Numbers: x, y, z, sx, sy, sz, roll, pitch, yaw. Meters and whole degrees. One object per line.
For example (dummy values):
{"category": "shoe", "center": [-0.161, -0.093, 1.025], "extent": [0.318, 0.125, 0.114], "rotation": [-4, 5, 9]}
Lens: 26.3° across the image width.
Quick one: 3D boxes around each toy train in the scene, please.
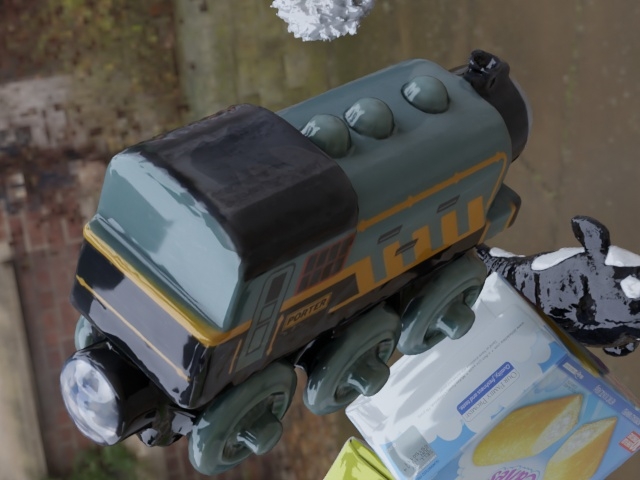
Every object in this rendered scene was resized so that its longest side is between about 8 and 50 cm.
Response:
{"category": "toy train", "center": [0.000, 0.000, 0.776], "extent": [0.142, 0.334, 0.190], "rotation": [41, 133, 23]}

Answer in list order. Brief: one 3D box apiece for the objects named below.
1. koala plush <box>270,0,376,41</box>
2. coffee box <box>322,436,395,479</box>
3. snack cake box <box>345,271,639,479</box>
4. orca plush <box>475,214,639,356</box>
{"category": "koala plush", "center": [0.040, -0.237, 0.832], "extent": [0.221, 0.203, 0.196], "rotation": [-55, 19, 39]}
{"category": "coffee box", "center": [0.133, 0.461, 1.497], "extent": [0.338, 0.338, 0.334], "rotation": [31, 178, 29]}
{"category": "snack cake box", "center": [0.149, 0.138, 1.053], "extent": [0.089, 0.152, 0.264], "rotation": [50, -171, 32]}
{"category": "orca plush", "center": [0.230, 0.051, 1.383], "extent": [0.287, 0.102, 0.151], "rotation": [29, 135, 42]}
